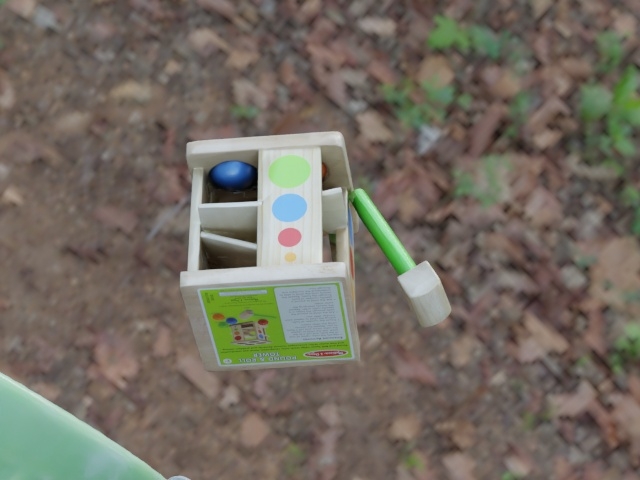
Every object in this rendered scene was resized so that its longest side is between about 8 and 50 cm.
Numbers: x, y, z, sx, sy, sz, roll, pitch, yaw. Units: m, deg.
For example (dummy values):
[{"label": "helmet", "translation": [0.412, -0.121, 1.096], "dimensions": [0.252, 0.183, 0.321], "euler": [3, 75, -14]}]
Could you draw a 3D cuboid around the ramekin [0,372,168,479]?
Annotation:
[{"label": "ramekin", "translation": [-0.231, 0.117, 0.865], "dimensions": [0.303, 0.303, 0.148], "euler": [30, 76, -13]}]

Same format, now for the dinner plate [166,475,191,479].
[{"label": "dinner plate", "translation": [-0.051, 0.169, 0.769], "dimensions": [0.017, 0.141, 0.141], "euler": [-2, 55, -23]}]

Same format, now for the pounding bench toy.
[{"label": "pounding bench toy", "translation": [0.000, 0.000, 0.603], "dimensions": [0.083, 0.052, 0.065], "euler": [-4, 54, 6]}]
